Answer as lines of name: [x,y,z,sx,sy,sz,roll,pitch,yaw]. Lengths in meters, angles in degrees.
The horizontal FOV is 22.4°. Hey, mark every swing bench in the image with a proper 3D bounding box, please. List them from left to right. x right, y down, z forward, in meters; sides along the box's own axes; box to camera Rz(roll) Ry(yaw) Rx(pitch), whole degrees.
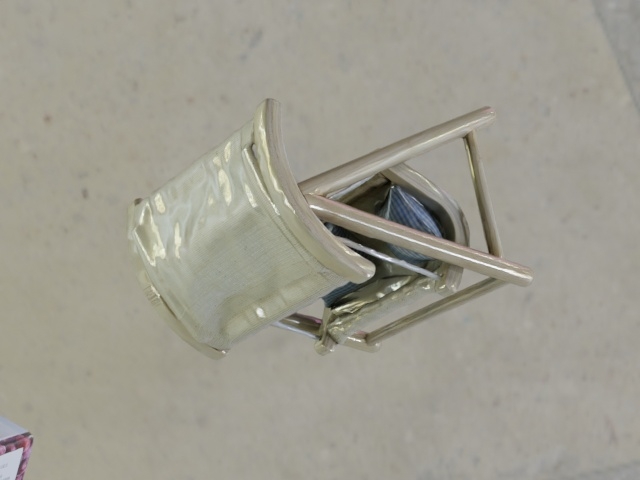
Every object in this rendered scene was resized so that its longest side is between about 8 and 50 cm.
swing bench: [0.000,0.000,1.418,0.255,0.253,0.165,-2,73,-34]

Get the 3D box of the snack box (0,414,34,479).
snack box: [-0.150,0.066,0.417,0.141,0.037,0.100,26,106,21]
